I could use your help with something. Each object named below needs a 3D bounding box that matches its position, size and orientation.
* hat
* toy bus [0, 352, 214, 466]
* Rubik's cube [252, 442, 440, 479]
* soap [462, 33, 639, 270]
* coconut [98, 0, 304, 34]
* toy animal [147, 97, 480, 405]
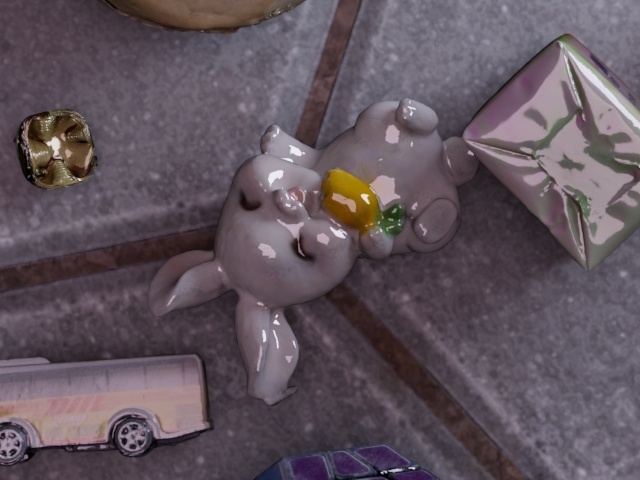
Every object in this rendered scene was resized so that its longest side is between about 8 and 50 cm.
[{"bbox_3d":[-0.266,-0.090,1.678,0.076,0.059,0.077,-13,96,-17],"label":"hat"},{"bbox_3d":[-0.241,0.166,1.664,0.268,0.092,0.106,-4,81,-1],"label":"toy bus"},{"bbox_3d":[0.025,0.348,1.579,0.264,0.319,0.319,32,89,-27],"label":"Rubik's cube"},{"bbox_3d":[0.245,-0.091,1.612,0.182,0.199,0.138,45,104,1],"label":"soap"},{"bbox_3d":[-0.106,-0.364,1.567,0.352,0.352,0.353,0,90,-1],"label":"coconut"},{"bbox_3d":[-0.002,-0.007,1.635,0.208,0.154,0.325,39,87,2],"label":"toy animal"}]
